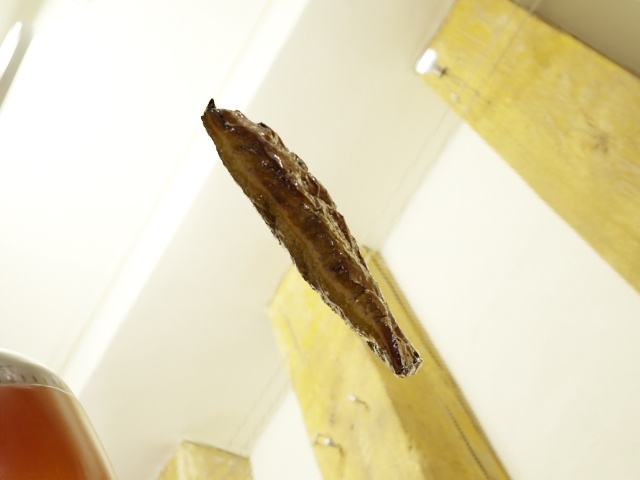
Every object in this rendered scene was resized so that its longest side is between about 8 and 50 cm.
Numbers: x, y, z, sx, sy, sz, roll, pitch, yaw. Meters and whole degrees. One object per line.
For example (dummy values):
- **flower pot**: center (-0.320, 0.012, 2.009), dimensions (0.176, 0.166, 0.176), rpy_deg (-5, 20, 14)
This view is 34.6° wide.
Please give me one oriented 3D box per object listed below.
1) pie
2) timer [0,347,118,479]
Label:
- **pie**: center (0.000, 0.000, 0.488), dimensions (0.034, 0.092, 0.170), rpy_deg (-39, -110, 6)
- **timer**: center (-0.133, 0.112, 0.412), dimensions (0.099, 0.136, 0.136), rpy_deg (-37, -147, 19)
